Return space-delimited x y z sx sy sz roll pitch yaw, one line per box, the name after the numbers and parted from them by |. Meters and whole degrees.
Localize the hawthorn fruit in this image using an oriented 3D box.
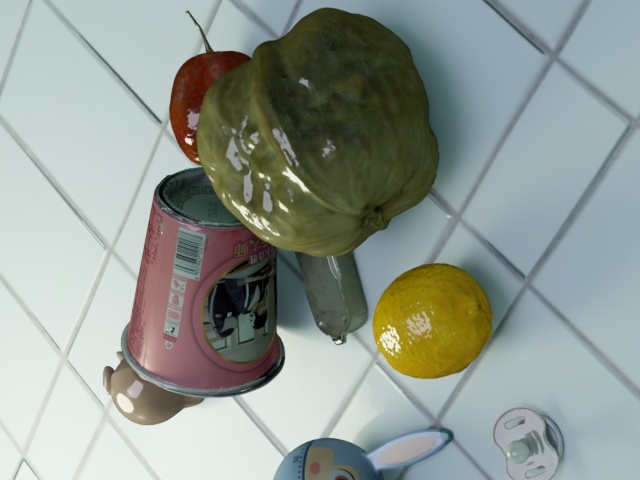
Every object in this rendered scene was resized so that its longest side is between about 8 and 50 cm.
-0.138 -0.205 1.925 0.162 0.162 0.204 -28 62 43 | hawthorn fruit

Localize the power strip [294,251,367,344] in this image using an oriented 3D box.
-0.002 0.001 1.906 0.080 0.048 0.286 -19 86 46 | power strip

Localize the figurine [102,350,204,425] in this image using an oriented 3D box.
-0.261 0.223 2.152 0.138 0.125 0.125 -14 89 34 | figurine

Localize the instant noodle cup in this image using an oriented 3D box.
-0.150 0.046 1.908 0.244 0.244 0.255 31 127 34 | instant noodle cup

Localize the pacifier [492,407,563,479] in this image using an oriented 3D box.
0.250 0.252 1.707 0.081 0.078 0.099 -26 80 22 | pacifier

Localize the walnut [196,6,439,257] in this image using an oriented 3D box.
0.001 -0.128 1.733 0.282 0.253 0.277 -38 74 42 | walnut

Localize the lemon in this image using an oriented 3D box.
0.135 0.103 1.738 0.187 0.142 0.142 -42 70 51 | lemon

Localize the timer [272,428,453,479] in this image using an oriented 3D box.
0.047 0.339 1.860 0.255 0.175 0.175 -11 91 43 | timer
